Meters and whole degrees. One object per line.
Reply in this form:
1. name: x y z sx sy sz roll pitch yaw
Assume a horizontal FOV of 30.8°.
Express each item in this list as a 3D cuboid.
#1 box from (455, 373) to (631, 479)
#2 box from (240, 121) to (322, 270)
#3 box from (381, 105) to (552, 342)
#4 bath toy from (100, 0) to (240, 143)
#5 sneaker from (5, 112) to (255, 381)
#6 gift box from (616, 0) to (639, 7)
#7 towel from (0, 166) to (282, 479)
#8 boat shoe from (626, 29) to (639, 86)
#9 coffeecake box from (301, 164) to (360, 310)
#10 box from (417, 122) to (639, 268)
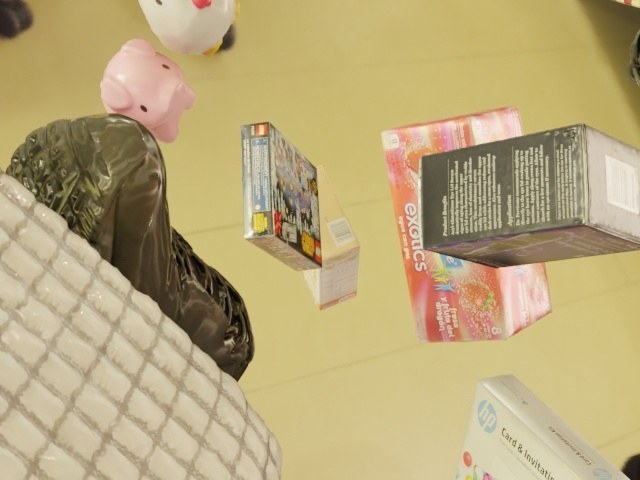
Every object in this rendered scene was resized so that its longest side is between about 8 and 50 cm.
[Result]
1. box: 0.153 0.218 0.869 0.038 0.186 0.145 -4 28 -28
2. box: -0.031 -0.033 0.961 0.137 0.027 0.094 36 49 -70
3. box: 0.204 -0.022 1.590 0.154 0.142 0.299 -18 100 -53
4. bath toy: -0.192 -0.136 1.168 0.129 0.151 0.348 34 74 -46
5. sneaker: -0.095 0.033 0.609 0.130 0.286 0.109 -11 59 -20
6. gift box: 0.445 -0.351 1.194 0.255 0.276 0.258 -2 111 -37
7. towel: -0.151 0.085 0.383 0.284 0.121 0.235 43 26 -14
8. boat shoe: 0.145 -0.075 0.463 0.040 0.142 0.049 -3 89 3
9. coffeecake box: 0.000 0.000 1.722 0.068 0.185 0.142 -21 66 -10
10. box: 0.230 -0.042 1.245 0.153 0.207 0.108 13 73 -46
